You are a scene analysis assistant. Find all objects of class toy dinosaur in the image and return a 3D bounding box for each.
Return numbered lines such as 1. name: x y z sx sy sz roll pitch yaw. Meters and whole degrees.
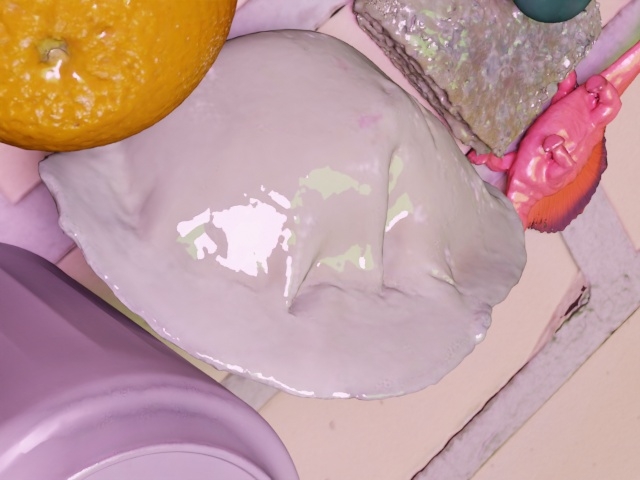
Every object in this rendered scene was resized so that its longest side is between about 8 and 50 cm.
1. toy dinosaur: 0.235 -0.093 1.183 0.286 0.070 0.139 -50 135 -12

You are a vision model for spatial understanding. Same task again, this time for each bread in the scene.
1. bread: 0.129 -0.149 1.088 0.232 0.064 0.172 -4 106 -30

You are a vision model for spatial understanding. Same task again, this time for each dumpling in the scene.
1. dumpling: -0.012 -0.010 0.969 0.320 0.212 0.270 -32 87 -18

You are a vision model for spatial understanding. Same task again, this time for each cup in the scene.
1. cup: -0.198 0.127 0.812 0.323 0.327 0.237 41 82 -34

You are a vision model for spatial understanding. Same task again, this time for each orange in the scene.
1. orange: -0.152 -0.163 0.801 0.236 0.236 0.236 -11 112 -29

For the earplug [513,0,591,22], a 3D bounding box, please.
1. earplug: 0.210 -0.295 1.025 0.257 0.164 0.280 8 94 -42
